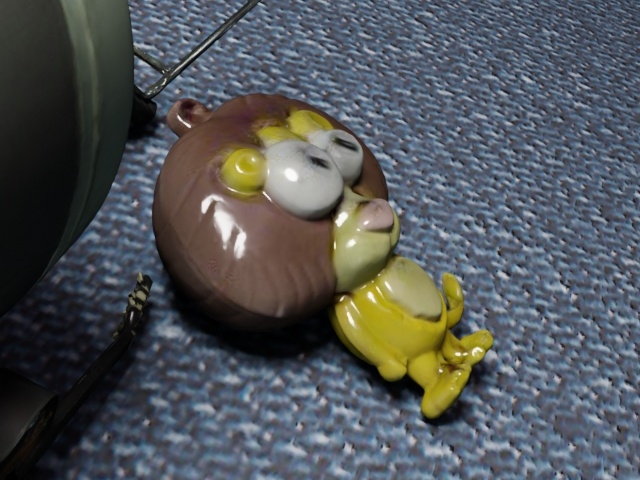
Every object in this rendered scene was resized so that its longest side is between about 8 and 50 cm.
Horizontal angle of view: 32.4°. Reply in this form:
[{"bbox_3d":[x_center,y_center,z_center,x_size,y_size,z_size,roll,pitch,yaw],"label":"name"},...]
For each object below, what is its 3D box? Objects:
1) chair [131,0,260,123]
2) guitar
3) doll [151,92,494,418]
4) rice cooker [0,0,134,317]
[{"bbox_3d":[-0.151,-0.110,0.576,0.140,0.221,0.145,34,-3,15],"label":"chair"},{"bbox_3d":[-0.110,0.069,0.411,0.025,0.088,0.233,26,29,2],"label":"guitar"},{"bbox_3d":[0.005,-0.004,0.537,0.188,0.096,0.145,25,44,-14],"label":"doll"},{"bbox_3d":[-0.217,-0.048,0.316,0.288,0.288,0.277,28,42,7],"label":"rice cooker"}]
